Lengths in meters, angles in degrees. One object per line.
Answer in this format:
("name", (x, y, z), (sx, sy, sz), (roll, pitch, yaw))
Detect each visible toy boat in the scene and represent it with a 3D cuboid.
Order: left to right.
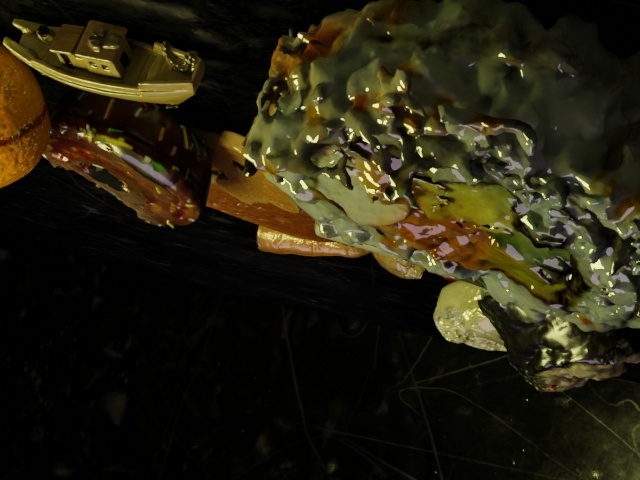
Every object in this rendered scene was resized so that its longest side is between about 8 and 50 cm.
("toy boat", (-0.212, -0.180, 1.185), (0.206, 0.064, 0.072), (13, 157, 13))

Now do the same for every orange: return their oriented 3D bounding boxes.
("orange", (-0.390, -0.144, 1.356), (0.193, 0.161, 0.193), (41, 151, 28))

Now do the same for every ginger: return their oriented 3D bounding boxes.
("ginger", (0.101, 0.010, 1.898), (0.165, 0.067, 0.096), (26, 178, 31))

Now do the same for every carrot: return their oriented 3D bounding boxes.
("carrot", (0.000, 0.000, 2.005), (0.205, 0.072, 0.072), (10, 171, 15))

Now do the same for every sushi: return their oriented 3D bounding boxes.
("sushi", (0.137, -0.059, 0.972), (0.417, 0.176, 0.417), (22, 170, 4))
("sushi", (0.289, 0.072, 1.348), (0.171, 0.211, 0.350), (55, 175, 6))

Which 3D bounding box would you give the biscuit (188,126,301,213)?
("biscuit", (-0.082, -0.087, 1.504), (0.144, 0.040, 0.236), (38, 163, -34))

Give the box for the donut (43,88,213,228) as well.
("donut", (-0.234, -0.111, 1.485), (0.230, 0.096, 0.216), (29, 160, -5))

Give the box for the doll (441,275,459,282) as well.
("doll", (0.222, 0.040, 1.898), (0.104, 0.062, 0.194), (27, 179, -2))

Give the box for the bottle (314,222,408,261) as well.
("bottle", (0.116, -0.028, 1.434), (0.233, 0.110, 0.110), (15, 172, -4))

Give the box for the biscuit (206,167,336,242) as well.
("biscuit", (-0.047, -0.063, 1.717), (0.277, 0.052, 0.262), (19, 166, -22))

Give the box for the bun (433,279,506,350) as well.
("bun", (0.286, 0.108, 1.822), (0.237, 0.116, 0.210), (-17, 162, 20))
